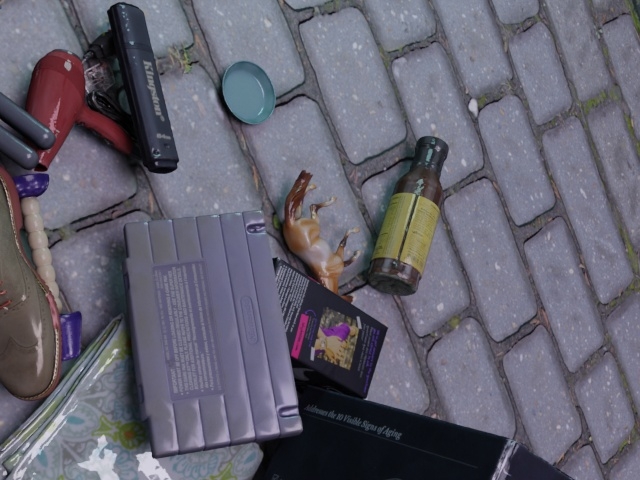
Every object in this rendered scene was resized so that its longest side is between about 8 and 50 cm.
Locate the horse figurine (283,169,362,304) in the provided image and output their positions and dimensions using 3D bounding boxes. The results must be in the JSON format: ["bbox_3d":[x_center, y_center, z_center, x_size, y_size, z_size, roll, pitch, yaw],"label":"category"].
[{"bbox_3d":[0.000,0.000,1.657,0.263,0.066,0.174,56,46,-22],"label":"horse figurine"}]

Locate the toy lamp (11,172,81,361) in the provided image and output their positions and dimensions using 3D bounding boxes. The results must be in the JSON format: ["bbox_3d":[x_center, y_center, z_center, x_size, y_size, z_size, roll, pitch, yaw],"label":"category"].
[{"bbox_3d":[-0.405,0.043,1.292,0.080,0.080,0.274,-10,87,-41],"label":"toy lamp"}]

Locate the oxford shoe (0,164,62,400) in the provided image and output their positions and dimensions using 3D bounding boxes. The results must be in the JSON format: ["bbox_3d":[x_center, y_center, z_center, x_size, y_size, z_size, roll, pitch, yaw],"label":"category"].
[{"bbox_3d":[-0.451,0.056,1.190,0.123,0.130,0.348,-20,88,2],"label":"oxford shoe"}]

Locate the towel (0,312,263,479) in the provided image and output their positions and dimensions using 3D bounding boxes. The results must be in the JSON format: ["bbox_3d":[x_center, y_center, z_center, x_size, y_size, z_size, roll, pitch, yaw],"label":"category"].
[{"bbox_3d":[-0.280,0.343,1.339,0.374,0.090,0.320,51,55,-23],"label":"towel"}]

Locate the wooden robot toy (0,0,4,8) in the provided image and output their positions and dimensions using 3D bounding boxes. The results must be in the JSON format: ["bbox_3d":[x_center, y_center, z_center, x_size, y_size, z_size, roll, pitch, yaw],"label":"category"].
[{"bbox_3d":[-0.500,-0.347,1.274,0.076,0.079,0.173,48,56,-24],"label":"wooden robot toy"}]

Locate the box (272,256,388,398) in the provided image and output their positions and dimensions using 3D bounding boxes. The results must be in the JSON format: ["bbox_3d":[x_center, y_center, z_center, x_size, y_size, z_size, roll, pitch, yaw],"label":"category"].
[{"bbox_3d":[-0.043,0.159,1.524,0.270,0.165,0.143,35,62,-32],"label":"box"}]

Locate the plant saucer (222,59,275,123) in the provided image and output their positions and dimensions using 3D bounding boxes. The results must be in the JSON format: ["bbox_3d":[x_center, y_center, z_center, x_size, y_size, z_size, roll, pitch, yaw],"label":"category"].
[{"bbox_3d":[-0.135,-0.269,1.614,0.119,0.021,0.119,8,78,-39],"label":"plant saucer"}]

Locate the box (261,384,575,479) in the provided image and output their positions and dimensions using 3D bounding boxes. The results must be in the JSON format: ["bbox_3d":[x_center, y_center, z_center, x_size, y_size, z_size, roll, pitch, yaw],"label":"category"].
[{"bbox_3d":[0.109,0.518,1.337,0.297,0.480,0.471,35,72,-32],"label":"box"}]

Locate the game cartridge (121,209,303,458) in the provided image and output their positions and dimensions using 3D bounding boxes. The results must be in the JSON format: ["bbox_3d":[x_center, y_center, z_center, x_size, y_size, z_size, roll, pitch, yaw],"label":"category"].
[{"bbox_3d":[-0.170,0.134,1.329,0.230,0.068,0.355,-7,72,-11],"label":"game cartridge"}]

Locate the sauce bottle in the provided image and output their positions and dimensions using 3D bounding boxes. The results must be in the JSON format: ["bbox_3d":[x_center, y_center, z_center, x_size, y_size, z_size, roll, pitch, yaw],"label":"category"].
[{"bbox_3d":[0.191,-0.056,1.800,0.111,0.111,0.344,36,62,-31],"label":"sauce bottle"}]

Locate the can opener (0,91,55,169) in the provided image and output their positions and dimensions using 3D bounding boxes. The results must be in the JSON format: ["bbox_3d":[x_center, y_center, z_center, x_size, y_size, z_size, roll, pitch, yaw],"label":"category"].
[{"bbox_3d":[-0.496,-0.204,1.206,0.280,0.093,0.074,39,79,-9],"label":"can opener"}]

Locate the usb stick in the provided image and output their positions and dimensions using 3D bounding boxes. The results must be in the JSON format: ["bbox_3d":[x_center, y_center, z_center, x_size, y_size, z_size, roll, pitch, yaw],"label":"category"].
[{"bbox_3d":[-0.281,-0.242,1.394,0.077,0.045,0.278,3,71,-69],"label":"usb stick"}]

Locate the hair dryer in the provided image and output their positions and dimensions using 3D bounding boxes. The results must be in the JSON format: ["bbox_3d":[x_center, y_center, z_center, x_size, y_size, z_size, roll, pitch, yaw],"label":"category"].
[{"bbox_3d":[-0.350,-0.193,1.357,0.293,0.080,0.223,-43,110,-45],"label":"hair dryer"}]
